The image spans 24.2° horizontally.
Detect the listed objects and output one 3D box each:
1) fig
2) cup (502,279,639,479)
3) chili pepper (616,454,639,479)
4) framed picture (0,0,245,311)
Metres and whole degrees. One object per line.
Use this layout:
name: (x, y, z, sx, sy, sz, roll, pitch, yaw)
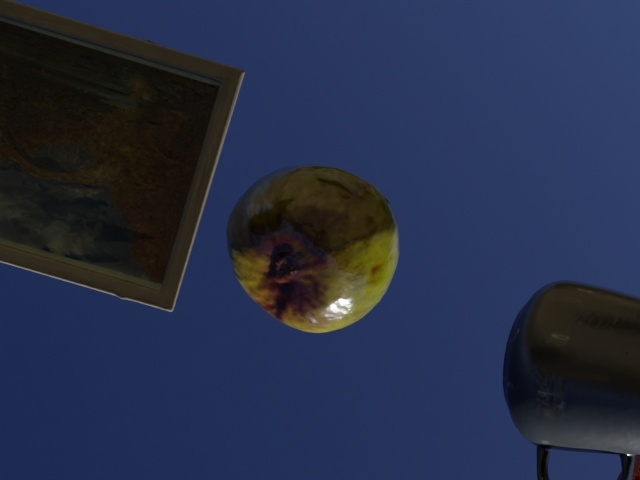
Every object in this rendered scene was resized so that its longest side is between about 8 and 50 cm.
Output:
fig: (-0.003, 0.006, 1.198, 0.153, 0.136, 0.121, 62, -148, -50)
cup: (0.280, 0.155, 1.472, 0.176, 0.223, 0.169, 6, -177, 26)
chili pepper: (0.361, 0.271, 1.669, 0.059, 0.268, 0.050, 27, 160, 30)
framed picture: (-0.198, -0.069, 1.053, 0.250, 0.184, 0.016, 18, -175, -3)
